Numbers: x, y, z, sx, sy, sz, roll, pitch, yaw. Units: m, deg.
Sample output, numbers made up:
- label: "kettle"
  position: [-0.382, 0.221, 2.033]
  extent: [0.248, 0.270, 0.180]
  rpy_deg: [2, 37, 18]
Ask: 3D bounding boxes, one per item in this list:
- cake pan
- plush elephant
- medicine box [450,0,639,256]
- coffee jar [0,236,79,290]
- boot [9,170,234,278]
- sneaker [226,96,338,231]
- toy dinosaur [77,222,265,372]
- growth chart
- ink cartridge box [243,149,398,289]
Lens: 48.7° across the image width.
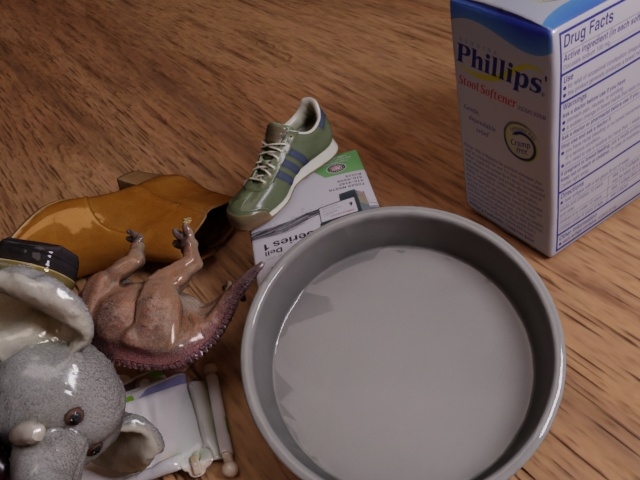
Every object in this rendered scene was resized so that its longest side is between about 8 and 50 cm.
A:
- label: "cake pan"
  position: [0.073, 0.105, 0.663]
  extent: [0.293, 0.054, 0.293]
  rpy_deg: [-3, 61, 6]
- label: "plush elephant"
  position: [-0.259, 0.179, 0.554]
  extent: [0.256, 0.271, 0.330]
  rpy_deg: [-23, 40, 4]
- label: "medicine box"
  position: [0.304, -0.177, 0.811]
  extent: [0.264, 0.289, 0.149]
  rpy_deg: [-30, 41, -18]
- label: "coffee jar"
  position: [-0.352, 0.088, 0.817]
  extent: [0.096, 0.079, 0.184]
  rpy_deg: [7, 70, 16]
- label: "boot"
  position: [-0.259, 0.001, 0.930]
  extent: [0.211, 0.104, 0.295]
  rpy_deg: [17, 45, 34]
- label: "sneaker"
  position: [-0.053, -0.101, 0.849]
  extent: [0.064, 0.086, 0.192]
  rpy_deg: [17, 49, 36]
- label: "toy dinosaur"
  position: [-0.194, 0.094, 0.741]
  extent: [0.296, 0.127, 0.200]
  rpy_deg: [-3, 38, 20]
- label: "growth chart"
  position: [-0.207, 0.200, 0.737]
  extent: [0.237, 0.021, 0.172]
  rpy_deg: [-15, 38, 0]
- label: "ink cartridge box"
  position: [0.000, 0.000, 0.854]
  extent: [0.160, 0.092, 0.219]
  rpy_deg: [-16, 38, 0]
